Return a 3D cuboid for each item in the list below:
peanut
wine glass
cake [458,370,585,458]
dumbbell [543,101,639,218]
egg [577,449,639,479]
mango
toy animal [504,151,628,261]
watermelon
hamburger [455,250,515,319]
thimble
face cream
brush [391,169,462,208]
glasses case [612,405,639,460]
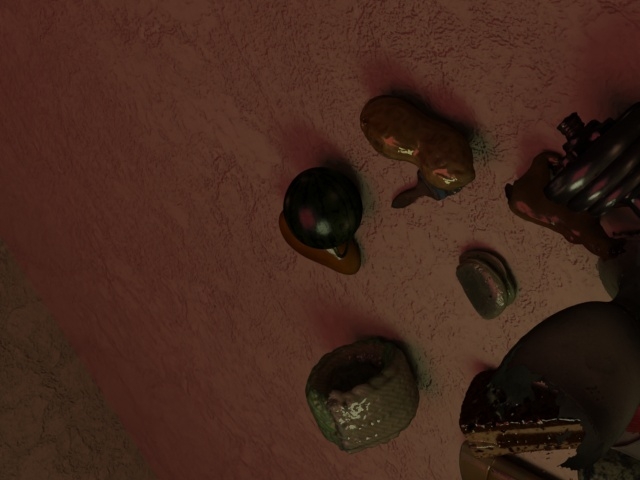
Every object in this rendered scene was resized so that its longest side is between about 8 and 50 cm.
[{"bbox_3d":[0.154,-0.153,1.729,0.229,0.103,0.098,33,157,27],"label":"peanut"},{"bbox_3d":[0.385,0.151,1.540,0.190,0.357,0.190,31,146,24],"label":"wine glass"},{"bbox_3d":[0.381,0.304,1.997,0.246,0.135,0.112,-10,134,21],"label":"cake"},{"bbox_3d":[0.460,-0.013,1.443,0.406,0.179,0.179,46,148,3],"label":"dumbbell"},{"bbox_3d":[0.515,0.406,1.858,0.172,0.132,0.132,30,145,7],"label":"egg"},{"bbox_3d":[0.000,0.000,2.090,0.184,0.085,0.102,41,148,2],"label":"mango"},{"bbox_3d":[0.358,-0.041,1.605,0.219,0.101,0.103,31,142,25],"label":"toy animal"},{"bbox_3d":[0.012,-0.041,1.981,0.141,0.141,0.187,7,128,46],"label":"watermelon"},{"bbox_3d":[0.281,0.068,1.858,0.121,0.054,0.084,57,149,1],"label":"hamburger"},{"bbox_3d":[0.083,0.306,2.184,0.219,0.219,0.150,6,125,47],"label":"thimble"},{"bbox_3d":[0.397,0.498,2.153,0.285,0.067,0.139,24,139,32],"label":"face cream"},{"bbox_3d":[0.169,-0.086,1.857,0.070,0.021,0.196,53,148,-4],"label":"brush"},{"bbox_3d":[0.573,0.319,1.741,0.308,0.083,0.128,23,140,34],"label":"glasses case"}]
